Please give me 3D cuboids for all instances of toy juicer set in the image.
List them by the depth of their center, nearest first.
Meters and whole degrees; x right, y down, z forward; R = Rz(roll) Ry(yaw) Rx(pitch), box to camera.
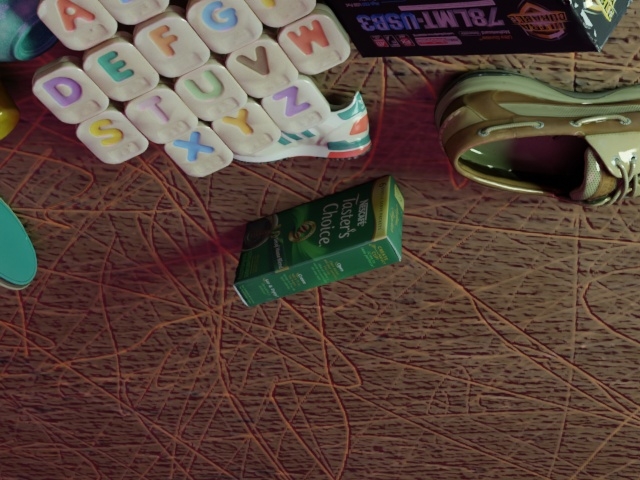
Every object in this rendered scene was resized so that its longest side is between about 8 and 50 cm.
[{"bbox_3d":[-0.307,-0.218,1.254,0.089,0.209,0.329,48,118,12],"label":"toy juicer set"}]

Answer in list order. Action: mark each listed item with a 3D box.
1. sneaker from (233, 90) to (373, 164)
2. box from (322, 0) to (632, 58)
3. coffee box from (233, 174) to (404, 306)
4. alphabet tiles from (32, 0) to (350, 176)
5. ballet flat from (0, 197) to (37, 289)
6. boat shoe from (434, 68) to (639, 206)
[{"bbox_3d":[-0.027,-0.124,1.407,0.161,0.057,0.075,-1,114,8],"label":"sneaker"},{"bbox_3d":[0.072,-0.280,1.140,0.295,0.073,0.293,8,147,50],"label":"box"},{"bbox_3d":[0.000,0.000,1.469,0.184,0.113,0.040,-17,125,20],"label":"coffee box"},{"bbox_3d":[-0.122,-0.165,1.286,0.284,0.021,0.278,-22,137,16],"label":"alphabet tiles"},{"bbox_3d":[-0.411,-0.039,1.499,0.086,0.086,0.248,-20,126,21],"label":"ballet flat"},{"bbox_3d":[0.274,-0.083,1.365,0.324,0.120,0.122,6,132,0],"label":"boat shoe"}]
